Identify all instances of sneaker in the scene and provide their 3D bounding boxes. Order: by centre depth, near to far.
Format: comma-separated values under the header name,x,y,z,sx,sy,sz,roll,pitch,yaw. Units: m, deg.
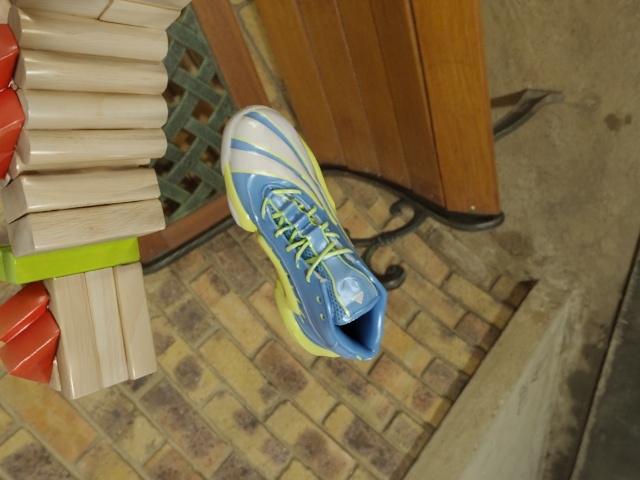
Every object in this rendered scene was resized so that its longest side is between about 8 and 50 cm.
name,x,y,z,sx,sy,sz,roll,pitch,yaw
sneaker,0.000,0.000,0.449,0.126,0.091,0.240,16,132,56

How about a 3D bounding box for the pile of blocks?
name,x,y,z,sx,sy,sz,roll,pitch,yaw
pile of blocks,-0.178,-0.053,0.337,0.149,0.112,0.362,30,118,34
